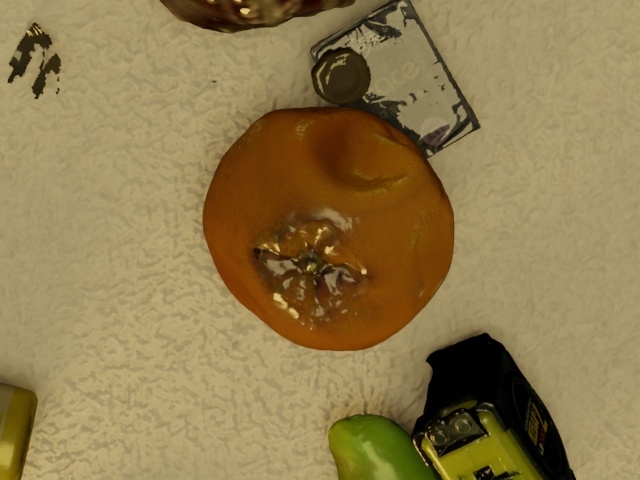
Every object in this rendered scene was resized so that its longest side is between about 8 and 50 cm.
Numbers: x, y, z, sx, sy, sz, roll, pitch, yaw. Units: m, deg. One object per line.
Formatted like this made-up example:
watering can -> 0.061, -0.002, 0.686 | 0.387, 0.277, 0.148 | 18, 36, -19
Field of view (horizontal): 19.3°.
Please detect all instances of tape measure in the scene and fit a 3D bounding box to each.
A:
tape measure -> 0.171, 0.209, 1.877 | 0.112, 0.199, 0.186 | -30, 105, 21

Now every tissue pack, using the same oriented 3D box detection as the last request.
tissue pack -> 0.074, -0.152, 1.872 | 0.112, 0.051, 0.156 | -30, 101, 7

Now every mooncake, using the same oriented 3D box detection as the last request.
mooncake -> -0.131, -0.164, 1.831 | 0.346, 0.057, 0.150 | 20, 93, 3

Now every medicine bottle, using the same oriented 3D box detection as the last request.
medicine bottle -> -0.396, 0.187, 1.871 | 0.212, 0.122, 0.122 | 12, 99, -6

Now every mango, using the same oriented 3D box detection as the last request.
mango -> 0.074, 0.280, 1.924 | 0.125, 0.111, 0.233 | -31, 100, -2

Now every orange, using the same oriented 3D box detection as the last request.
orange -> 0.000, 0.000, 1.819 | 0.249, 0.183, 0.249 | 7, 115, 16

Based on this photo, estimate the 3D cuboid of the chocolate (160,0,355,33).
chocolate -> -0.013, -0.316, 1.758 | 0.340, 0.210, 0.225 | -19, 103, 0
